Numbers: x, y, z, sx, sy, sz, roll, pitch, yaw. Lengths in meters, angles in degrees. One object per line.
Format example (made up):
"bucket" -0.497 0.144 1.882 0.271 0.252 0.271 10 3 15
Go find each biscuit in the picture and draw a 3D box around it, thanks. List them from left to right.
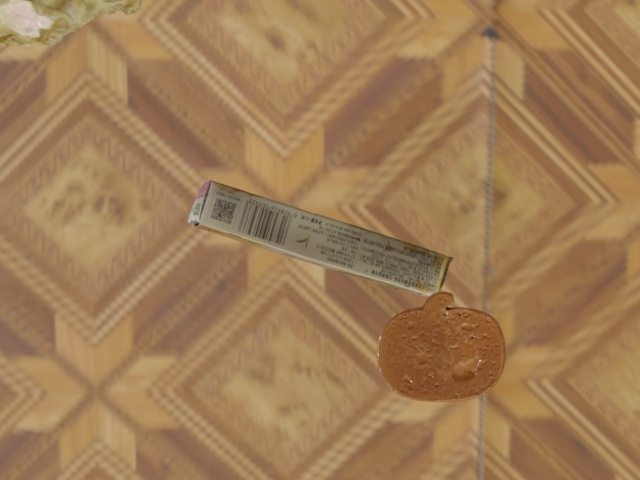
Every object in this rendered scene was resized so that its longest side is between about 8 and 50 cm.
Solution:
"biscuit" 0.084 0.074 1.326 0.091 0.015 0.078 2 93 12

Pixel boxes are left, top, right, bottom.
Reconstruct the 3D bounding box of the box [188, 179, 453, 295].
"box" 0.000 0.000 1.512 0.207 0.050 0.041 17 85 -10

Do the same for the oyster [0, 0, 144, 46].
"oyster" -0.165 -0.200 1.138 0.163 0.081 0.191 41 63 -21
